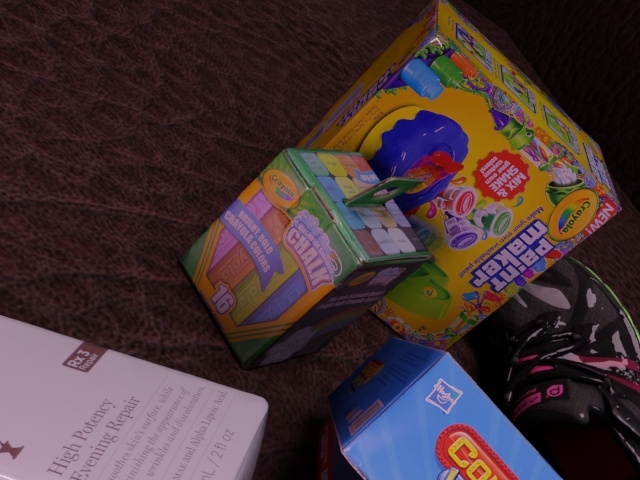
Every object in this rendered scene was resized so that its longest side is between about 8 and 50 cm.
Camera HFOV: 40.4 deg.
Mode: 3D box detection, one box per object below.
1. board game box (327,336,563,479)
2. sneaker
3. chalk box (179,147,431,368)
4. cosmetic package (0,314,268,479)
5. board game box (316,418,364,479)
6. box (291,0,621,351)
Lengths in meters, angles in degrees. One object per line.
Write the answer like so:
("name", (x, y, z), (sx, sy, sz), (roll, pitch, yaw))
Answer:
("board game box", (0.138, 0.214, 0.637), (0.302, 0.086, 0.308), (48, -4, 2))
("sneaker", (0.298, 0.176, 1.037), (0.202, 0.185, 0.483), (24, 33, -45))
("chalk box", (0.000, 0.000, 0.804), (0.132, 0.213, 0.132), (-2, 53, -57))
("cosmetic package", (-0.155, 0.110, 0.455), (0.231, 0.086, 0.117), (17, 26, 4))
("board game box", (0.109, 0.284, 0.779), (0.281, 0.027, 0.145), (37, 26, -19))
("box", (0.134, -0.070, 1.016), (0.279, 0.290, 0.177), (39, 27, -13))
